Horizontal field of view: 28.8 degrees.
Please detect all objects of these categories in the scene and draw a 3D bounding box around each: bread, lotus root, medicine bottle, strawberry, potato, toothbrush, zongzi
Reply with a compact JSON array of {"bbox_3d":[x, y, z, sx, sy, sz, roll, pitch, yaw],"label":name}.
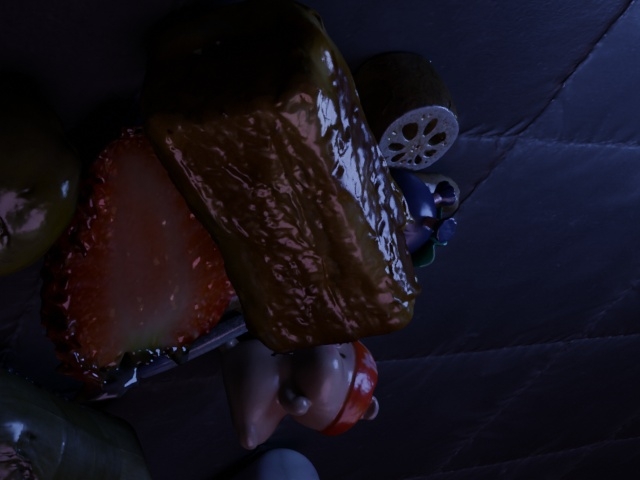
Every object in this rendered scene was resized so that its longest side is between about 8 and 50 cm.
[{"bbox_3d":[-0.032,-0.054,1.146,0.195,0.148,0.344,-9,133,16],"label":"bread"},{"bbox_3d":[0.082,-0.131,1.267,0.122,0.081,0.112,4,134,-40],"label":"lotus root"},{"bbox_3d":[-0.134,0.461,2.054,0.130,0.130,0.341,11,138,-46],"label":"medicine bottle"},{"bbox_3d":[-0.190,-0.007,1.252,0.233,0.138,0.306,-24,131,-39],"label":"strawberry"},{"bbox_3d":[-0.302,-0.041,1.066,0.200,0.137,0.154,-20,151,-4],"label":"potato"},{"bbox_3d":[-0.055,0.083,1.567,0.413,0.042,0.035,-26,152,9],"label":"toothbrush"},{"bbox_3d":[-0.453,0.300,1.518,0.393,0.174,0.356,-23,148,12],"label":"zongzi"}]

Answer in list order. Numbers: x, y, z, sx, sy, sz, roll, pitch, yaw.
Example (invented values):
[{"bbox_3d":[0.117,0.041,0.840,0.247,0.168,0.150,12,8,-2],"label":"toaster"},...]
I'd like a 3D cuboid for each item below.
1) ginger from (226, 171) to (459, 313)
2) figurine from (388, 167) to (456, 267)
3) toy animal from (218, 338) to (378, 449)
[{"bbox_3d":[-0.002,0.001,1.414,0.333,0.080,0.166,-30,142,7],"label":"ginger"},{"bbox_3d":[0.047,-0.037,1.301,0.195,0.111,0.102,23,122,-16],"label":"figurine"},{"bbox_3d":[-0.025,0.182,1.607,0.198,0.171,0.171,-10,150,-10],"label":"toy animal"}]
